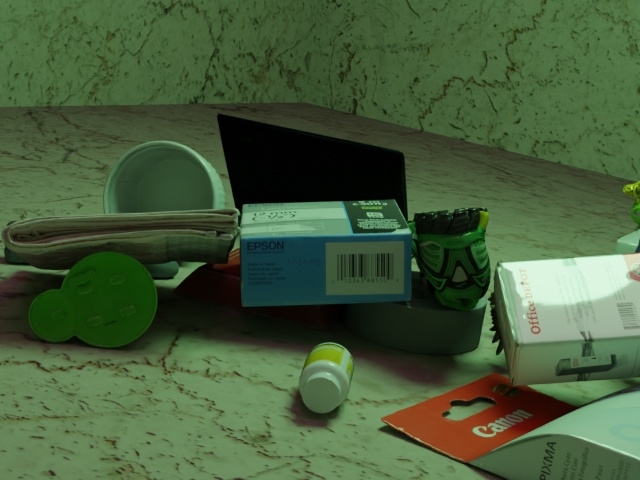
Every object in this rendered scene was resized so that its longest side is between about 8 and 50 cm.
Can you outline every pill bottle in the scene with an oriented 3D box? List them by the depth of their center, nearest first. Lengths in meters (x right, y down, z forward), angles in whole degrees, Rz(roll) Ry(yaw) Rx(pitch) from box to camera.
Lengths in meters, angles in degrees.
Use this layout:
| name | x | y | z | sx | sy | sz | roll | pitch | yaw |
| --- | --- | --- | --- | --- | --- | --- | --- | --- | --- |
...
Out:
| name | x | y | z | sx | sy | sz | roll | pitch | yaw |
| --- | --- | --- | --- | --- | --- | --- | --- | --- | --- |
| pill bottle | 0.007 | 0.175 | 1.474 | 0.065 | 0.065 | 0.116 | 9 | 13 | 4 |

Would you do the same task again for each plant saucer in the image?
| name | x | y | z | sx | sy | sz | roll | pitch | yaw |
| --- | --- | --- | --- | --- | --- | --- | --- | --- | --- |
| plant saucer | -0.072 | 0.066 | 1.919 | 0.259 | 0.047 | 0.258 | 12 | 14 | 17 |

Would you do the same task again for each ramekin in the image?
| name | x | y | z | sx | sy | sz | roll | pitch | yaw |
| --- | --- | --- | --- | --- | --- | --- | --- | --- | --- |
| ramekin | -0.265 | -0.071 | 2.049 | 0.207 | 0.207 | 0.109 | 11 | 5 | 12 |

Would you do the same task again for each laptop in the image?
| name | x | y | z | sx | sy | sz | roll | pitch | yaw |
| --- | --- | --- | --- | --- | --- | --- | --- | --- | --- |
| laptop | 0.035 | -0.122 | 2.357 | 0.382 | 0.236 | 0.408 | 14 | 15 | 20 |

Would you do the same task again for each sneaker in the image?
| name | x | y | z | sx | sy | sz | roll | pitch | yaw |
| --- | --- | --- | --- | --- | --- | --- | --- | --- | --- |
| sneaker | 0.189 | 0.033 | 1.768 | 0.134 | 0.146 | 0.343 | -4 | -2 | 6 |

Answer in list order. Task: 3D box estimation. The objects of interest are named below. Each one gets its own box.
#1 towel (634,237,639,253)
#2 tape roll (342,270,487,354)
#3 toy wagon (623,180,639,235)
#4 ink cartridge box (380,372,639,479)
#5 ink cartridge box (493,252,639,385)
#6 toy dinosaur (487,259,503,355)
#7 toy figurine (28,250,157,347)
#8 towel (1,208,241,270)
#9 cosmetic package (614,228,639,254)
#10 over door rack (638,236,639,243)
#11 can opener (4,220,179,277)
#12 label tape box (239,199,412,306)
| name | x | y | z | sx | sy | sz | roll | pitch | yaw |
| --- | --- | --- | --- | --- | --- | --- | --- | --- | --- |
| towel | 0.548 | 0.124 | 1.647 | 0.285 | 0.209 | 0.034 | 35 | 66 | 18 |
| tape roll | 0.147 | 0.108 | 1.826 | 0.219 | 0.072 | 0.219 | 7 | 14 | -2 |
| toy wagon | 0.692 | 0.012 | 2.193 | 0.344 | 0.068 | 0.267 | 35 | -23 | -20 |
| ink cartridge box | 0.317 | 0.220 | 1.432 | 0.385 | 0.091 | 0.308 | 19 | 17 | 34 |
| ink cartridge box | 0.352 | 0.105 | 1.571 | 0.218 | 0.092 | 0.158 | -3 | 44 | -1 |
| toy dinosaur | 0.361 | 0.133 | 1.765 | 0.296 | 0.127 | 0.200 | 29 | 24 | -4 |
| toy figurine | -0.314 | 0.084 | 1.631 | 0.173 | 0.130 | 0.159 | -18 | 4 | -7 |
| towel | -0.282 | 0.005 | 1.703 | 0.317 | 0.053 | 0.332 | -3 | -7 | -7 |
| cosmetic package | 0.619 | 0.080 | 2.064 | 0.184 | 0.151 | 0.151 | 15 | 15 | 28 |
| over door rack | 0.616 | 0.112 | 1.743 | 0.324 | 0.108 | 0.239 | 18 | -24 | 15 |
| can opener | -0.371 | 0.010 | 1.906 | 0.280 | 0.074 | 0.093 | 4 | 15 | -16 |
| label tape box | 0.000 | 0.000 | 1.825 | 0.249 | 0.115 | 0.347 | -2 | 16 | -2 |
